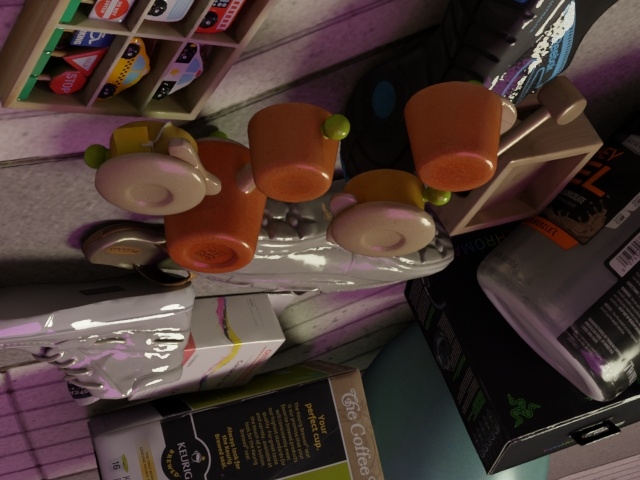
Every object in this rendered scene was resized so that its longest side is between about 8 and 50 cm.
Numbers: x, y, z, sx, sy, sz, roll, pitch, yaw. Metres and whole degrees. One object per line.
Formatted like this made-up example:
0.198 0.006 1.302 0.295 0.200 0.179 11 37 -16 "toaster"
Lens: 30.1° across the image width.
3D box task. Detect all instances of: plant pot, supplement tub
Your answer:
0.185 0.205 1.608 0.290 0.290 0.195 -2 113 -37 "plant pot"
0.353 -0.008 1.287 0.338 0.207 0.207 -44 154 -3 "supplement tub"

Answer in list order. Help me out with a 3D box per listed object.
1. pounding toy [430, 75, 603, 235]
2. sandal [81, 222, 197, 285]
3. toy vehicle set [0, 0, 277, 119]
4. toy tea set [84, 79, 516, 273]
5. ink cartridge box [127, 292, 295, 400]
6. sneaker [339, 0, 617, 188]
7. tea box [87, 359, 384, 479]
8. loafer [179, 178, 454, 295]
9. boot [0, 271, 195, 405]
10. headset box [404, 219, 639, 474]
0.175 -0.103 1.144 0.181 0.094 0.206 -13 153 -33 "pounding toy"
-0.150 0.018 1.173 0.180 0.049 0.072 2 145 -42 "sandal"
-0.106 -0.184 0.834 0.166 0.035 0.267 -1 147 -38 "toy vehicle set"
-0.009 -0.072 0.967 0.336 0.124 0.200 -4 151 9 "toy tea set"
-0.122 0.120 1.373 0.198 0.067 0.115 -4 149 -36 "ink cartridge box"
0.138 -0.135 1.027 0.140 0.125 0.341 -2 148 -37 "sneaker"
-0.089 0.343 1.450 0.324 0.329 0.220 -12 180 -13 "tea box"
0.000 0.000 1.205 0.319 0.112 0.111 7 147 -38 "loafer"
-0.240 0.108 1.168 0.258 0.095 0.123 -5 109 -34 "boot"
0.273 0.122 1.453 0.246 0.283 0.131 -16 154 -13 "headset box"
